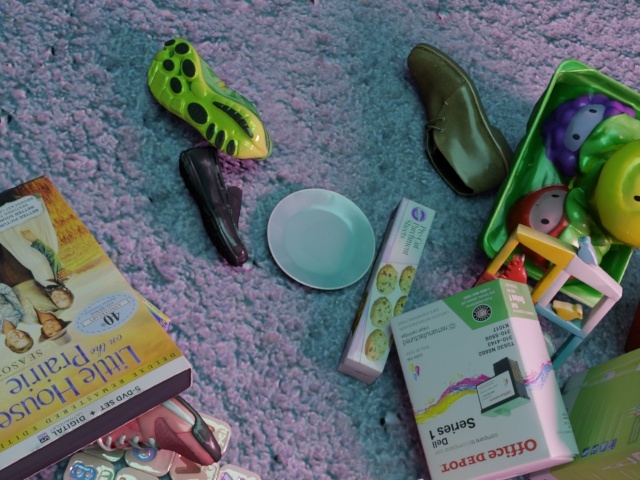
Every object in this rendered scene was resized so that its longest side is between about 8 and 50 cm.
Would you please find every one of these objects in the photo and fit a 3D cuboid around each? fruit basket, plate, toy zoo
[{"bbox_3d":[0.454,-0.086,1.746,0.283,0.392,0.392,26,60,-10],"label":"fruit basket"},{"bbox_3d":[0.000,0.000,1.807,0.188,0.024,0.188,7,62,-13],"label":"plate"},{"bbox_3d":[0.340,0.101,1.717,0.192,0.293,0.030,31,32,0],"label":"toy zoo"}]

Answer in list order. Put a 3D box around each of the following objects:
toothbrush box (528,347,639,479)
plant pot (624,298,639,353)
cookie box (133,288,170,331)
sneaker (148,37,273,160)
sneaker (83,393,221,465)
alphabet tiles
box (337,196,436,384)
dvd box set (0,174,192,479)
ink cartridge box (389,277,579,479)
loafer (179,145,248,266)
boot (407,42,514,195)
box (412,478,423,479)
[{"bbox_3d":[0.474,0.286,1.652,0.122,0.283,0.206,36,58,-10],"label":"toothbrush box"},{"bbox_3d":[0.662,0.153,1.783,0.236,0.267,0.267,-25,56,-14],"label":"plant pot"},{"bbox_3d":[-0.297,0.135,1.638,0.092,0.040,0.107,38,59,5],"label":"cookie box"},{"bbox_3d":[-0.189,-0.228,1.826,0.109,0.123,0.295,-44,64,6],"label":"sneaker"},{"bbox_3d":[-0.287,0.257,1.536,0.314,0.116,0.136,28,69,16],"label":"sneaker"},{"bbox_3d":[-0.233,0.372,1.551,0.278,0.021,0.284,22,60,-6],"label":"alphabet tiles"},{"bbox_3d":[0.110,0.079,1.778,0.067,0.063,0.324,25,60,-4],"label":"box"},{"bbox_3d":[-0.418,0.112,1.503,0.308,0.062,0.420,-27,58,-26],"label":"dvd box set"},{"bbox_3d":[0.247,0.223,1.645,0.117,0.201,0.278,14,57,-57],"label":"ink cartridge box"},{"bbox_3d":[-0.160,-0.062,1.757,0.078,0.076,0.223,-19,68,-16],"label":"loafer"},{"bbox_3d":[0.228,-0.219,1.943,0.115,0.112,0.305,-27,78,-20],"label":"boot"},{"bbox_3d":[0.047,0.506,1.398,0.168,0.215,0.345,-3,77,-42],"label":"box"}]
